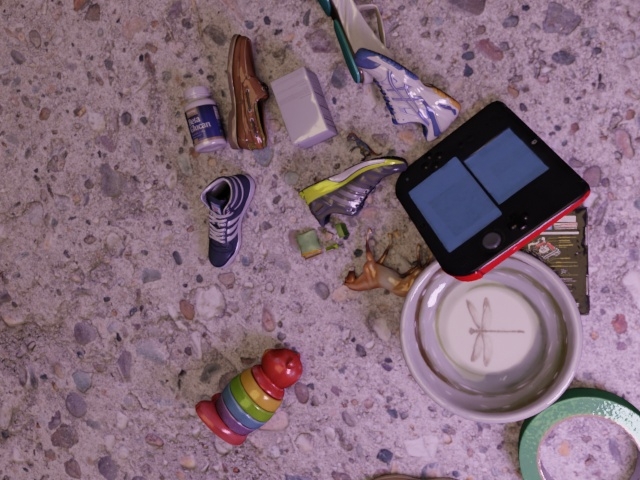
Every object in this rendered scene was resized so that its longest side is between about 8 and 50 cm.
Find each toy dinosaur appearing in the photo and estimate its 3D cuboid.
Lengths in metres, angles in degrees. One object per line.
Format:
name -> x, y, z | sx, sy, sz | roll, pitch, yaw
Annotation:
toy dinosaur -> 0.105, -0.251, 1.565 | 0.047, 0.090, 0.082 | -51, 50, 53

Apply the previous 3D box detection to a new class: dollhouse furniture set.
dollhouse furniture set -> 0.000, 0.000, 1.595 | 0.152, 0.058, 0.076 | -20, 87, 18

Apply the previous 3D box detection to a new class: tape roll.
tape roll -> 0.643, 0.520, 1.419 | 0.321, 0.077, 0.321 | 1, 94, 17

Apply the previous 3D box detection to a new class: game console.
game console -> 0.365, -0.121, 1.359 | 0.342, 0.060, 0.386 | -41, 43, 17

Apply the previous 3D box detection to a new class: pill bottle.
pill bottle -> -0.327, -0.339, 1.657 | 0.094, 0.094, 0.169 | -17, 89, 18

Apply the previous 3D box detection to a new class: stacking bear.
stacking bear -> -0.172, 0.410, 1.636 | 0.289, 0.175, 0.164 | -44, 78, 8

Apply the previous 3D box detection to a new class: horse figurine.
horse figurine -> 0.194, 0.078, 1.537 | 0.263, 0.066, 0.174 | 18, 94, 18

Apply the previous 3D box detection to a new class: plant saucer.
plant saucer -> 0.388, 0.210, 1.370 | 0.401, 0.100, 0.400 | -2, 85, 21

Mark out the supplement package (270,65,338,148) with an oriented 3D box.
supplement package -> -0.041, -0.346, 1.559 | 0.105, 0.105, 0.179 | -20, 87, 17

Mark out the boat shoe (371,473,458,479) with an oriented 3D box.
boat shoe -> 0.232, 0.684, 1.549 | 0.302, 0.098, 0.109 | -8, 91, 18

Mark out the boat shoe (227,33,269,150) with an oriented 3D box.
boat shoe -> -0.187, -0.399, 1.609 | 0.105, 0.111, 0.307 | 3, 105, 14

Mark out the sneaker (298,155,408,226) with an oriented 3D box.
sneaker -> 0.096, -0.132, 1.541 | 0.300, 0.111, 0.121 | -22, 94, 25

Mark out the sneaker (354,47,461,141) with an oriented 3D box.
sneaker -> 0.194, -0.350, 1.441 | 0.296, 0.112, 0.131 | 30, 111, -11

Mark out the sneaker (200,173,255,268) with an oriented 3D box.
sneaker -> -0.275, -0.052, 1.630 | 0.099, 0.153, 0.282 | 21, 100, 16

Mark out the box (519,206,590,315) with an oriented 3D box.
box -> 0.476, 0.051, 1.438 | 0.322, 0.079, 0.257 | -2, 92, 18

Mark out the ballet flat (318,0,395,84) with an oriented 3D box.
ballet flat -> 0.071, -0.595, 1.508 | 0.139, 0.139, 0.400 | -26, 90, 18
